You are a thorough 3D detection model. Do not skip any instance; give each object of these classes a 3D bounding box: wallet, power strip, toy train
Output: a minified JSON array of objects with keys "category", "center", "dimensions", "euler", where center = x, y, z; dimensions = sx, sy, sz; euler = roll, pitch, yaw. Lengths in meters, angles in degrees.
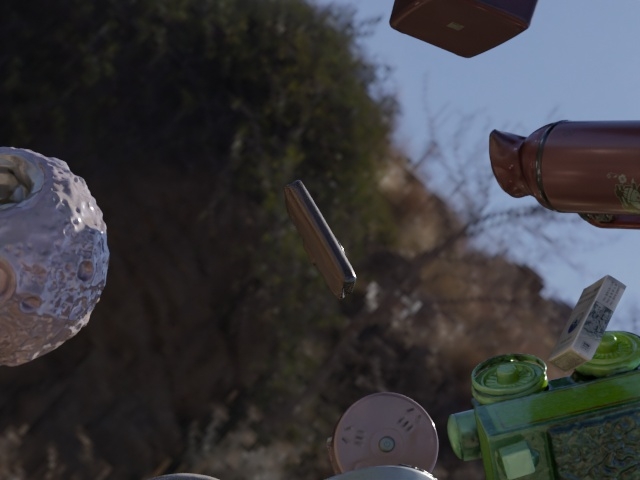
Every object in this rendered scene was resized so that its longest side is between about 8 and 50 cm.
[{"category":"wallet","center":[0.000,0.000,2.060],"dimensions":[0.152,0.039,0.118],"euler":[58,-10,9]},{"category":"power strip","center":[0.086,0.293,2.261],"dimensions":[0.154,0.154,0.078],"euler":[41,-14,3]},{"category":"toy train","center":[0.281,0.208,1.757],"dimensions":[0.188,0.272,0.159],"euler":[-107,-174,-67]}]

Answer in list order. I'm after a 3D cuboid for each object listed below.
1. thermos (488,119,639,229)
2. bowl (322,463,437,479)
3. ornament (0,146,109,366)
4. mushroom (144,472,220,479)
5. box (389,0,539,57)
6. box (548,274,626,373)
[{"category":"thermos","center":[0.341,-0.078,1.807],"dimensions":[0.330,0.109,0.136],"euler":[4,-12,44]},{"category":"bowl","center":[0.044,0.454,1.999],"dimensions":[0.157,0.345,0.345],"euler":[56,-4,42]},{"category":"ornament","center":[-0.370,0.025,1.818],"dimensions":[0.259,0.259,0.225],"euler":[29,-44,34]},{"category":"mushroom","center":[-0.130,0.313,1.558],"dimensions":[0.207,0.207,0.215],"euler":[38,-36,10]},{"category":"box","center":[0.228,-0.399,2.439],"dimensions":[0.193,0.167,0.294],"euler":[21,-11,-14]},{"category":"box","center":[0.241,0.076,1.440],"dimensions":[0.024,0.083,0.054],"euler":[34,-24,-6]}]
